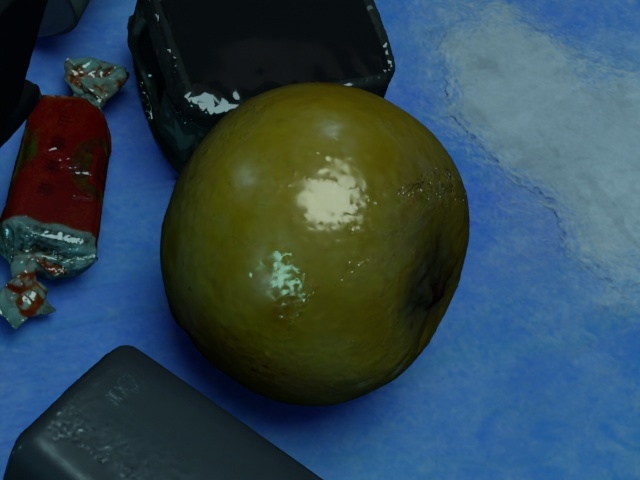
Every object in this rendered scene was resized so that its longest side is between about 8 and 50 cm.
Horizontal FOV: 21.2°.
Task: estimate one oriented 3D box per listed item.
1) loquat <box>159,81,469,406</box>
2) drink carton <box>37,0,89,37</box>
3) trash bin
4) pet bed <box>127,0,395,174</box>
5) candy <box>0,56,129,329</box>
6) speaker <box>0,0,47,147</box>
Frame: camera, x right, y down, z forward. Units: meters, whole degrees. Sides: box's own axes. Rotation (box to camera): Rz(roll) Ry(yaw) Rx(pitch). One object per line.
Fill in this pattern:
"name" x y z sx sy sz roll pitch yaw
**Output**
"loquat" 0.000 0.000 1.373 0.263 0.263 0.263 9 56 -14
"drink carton" -0.244 -0.293 1.525 0.185 0.191 0.189 2 56 28
"trash bin" -0.083 0.230 1.229 0.290 0.209 0.182 37 55 13
"pet bed" -0.060 -0.156 1.521 0.211 0.159 0.183 -14 68 -19
"candy" -0.221 -0.049 1.450 0.086 0.059 0.292 13 54 -10
"speaker" -0.310 -0.114 1.114 0.184 0.232 0.254 32 54 2
